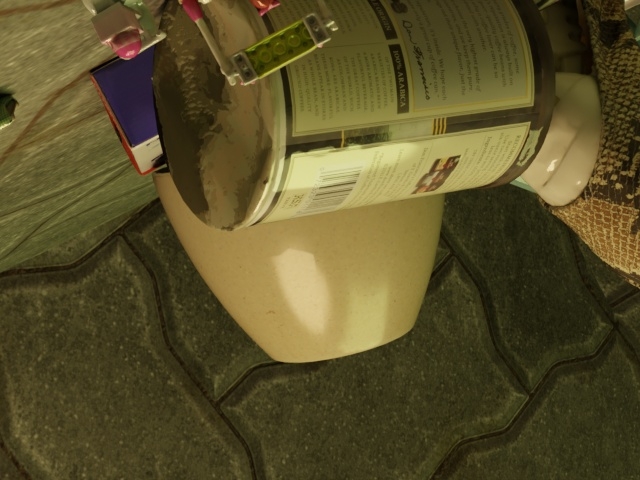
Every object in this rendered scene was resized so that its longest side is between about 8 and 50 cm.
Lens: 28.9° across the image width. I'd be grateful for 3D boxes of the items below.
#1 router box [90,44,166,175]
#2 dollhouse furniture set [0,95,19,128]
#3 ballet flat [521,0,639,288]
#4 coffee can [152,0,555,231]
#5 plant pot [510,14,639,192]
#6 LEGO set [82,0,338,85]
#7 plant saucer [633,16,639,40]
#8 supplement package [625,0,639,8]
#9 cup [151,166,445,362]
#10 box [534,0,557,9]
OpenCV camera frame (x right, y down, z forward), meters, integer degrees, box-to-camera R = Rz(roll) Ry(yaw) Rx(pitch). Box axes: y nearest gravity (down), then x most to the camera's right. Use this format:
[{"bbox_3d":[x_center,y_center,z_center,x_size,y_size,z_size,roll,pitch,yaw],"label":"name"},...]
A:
[{"bbox_3d":[-0.064,-0.190,1.286,0.335,0.082,0.301,-29,-178,-5],"label":"router box"},{"bbox_3d":[-0.289,-0.092,0.978,0.076,0.058,0.151,-36,-159,3],"label":"dollhouse furniture set"},{"bbox_3d":[0.224,-0.166,1.181,0.182,0.483,0.164,9,144,-19],"label":"ballet flat"},{"bbox_3d":[0.027,-0.126,1.038,0.275,0.201,0.201,-10,172,-32],"label":"coffee can"},{"bbox_3d":[0.216,-0.236,1.572,0.252,0.247,0.248,7,131,-38],"label":"plant pot"},{"bbox_3d":[-0.009,-0.190,0.822,0.287,0.107,0.132,-28,-178,20],"label":"LEGO set"},{"bbox_3d":[0.418,-0.275,1.338,0.195,0.037,0.195,-27,180,0],"label":"plant saucer"},{"bbox_3d":[0.392,-0.384,1.351,0.293,0.177,0.175,-26,-179,43],"label":"supplement package"},{"bbox_3d":[0.000,0.000,1.393,0.331,0.237,0.331,-13,-173,2],"label":"cup"},{"bbox_3d":[0.247,-0.314,1.093,0.232,0.148,0.127,-28,-179,-13],"label":"box"}]
